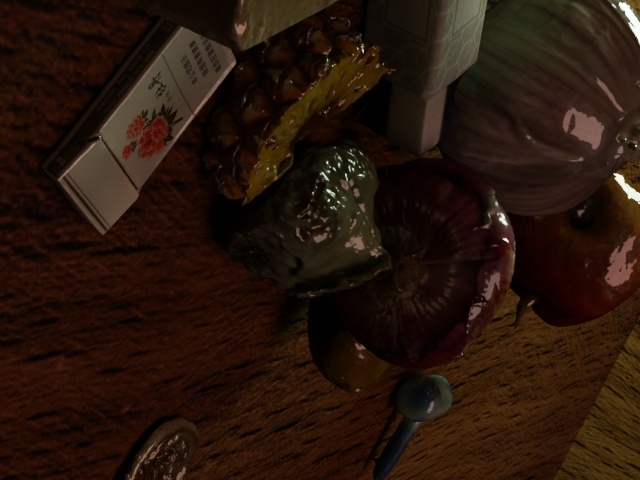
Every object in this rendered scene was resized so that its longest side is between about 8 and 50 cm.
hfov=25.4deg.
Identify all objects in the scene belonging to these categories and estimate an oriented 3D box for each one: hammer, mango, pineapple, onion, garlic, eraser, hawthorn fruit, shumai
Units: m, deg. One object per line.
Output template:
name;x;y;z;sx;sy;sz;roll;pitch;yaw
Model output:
hammer;0.133;0.300;2.241;0.194;0.069;0.116;-60;159;13
mango;0.072;0.062;1.696;0.151;0.156;0.248;105;8;-83
pineapple;-0.024;-0.146;1.337;0.233;0.079;0.135;-48;153;-23
onion;0.124;0.024;1.559;0.163;0.230;0.230;1;118;-50
garlic;0.270;-0.162;1.702;0.317;0.259;0.317;-48;153;-35
eraser;0.111;-0.273;1.436;0.096;0.098;0.404;-41;150;-36
hawthorn fruit;0.387;-0.004;2.177;0.262;0.258;0.258;-47;163;22
shumai;-0.002;0.001;1.436;0.184;0.142;0.184;-42;176;-3

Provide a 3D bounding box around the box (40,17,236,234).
box;-0.147;-0.107;1.189;0.198;0.029;0.109;-54;157;-14

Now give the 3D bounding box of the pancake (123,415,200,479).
pancake;-0.180;0.254;1.574;0.139;0.022;0.139;-47;155;-30

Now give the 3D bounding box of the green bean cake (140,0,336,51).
green bean cake;-0.051;-0.228;1.135;0.179;0.109;0.085;-34;147;-45
